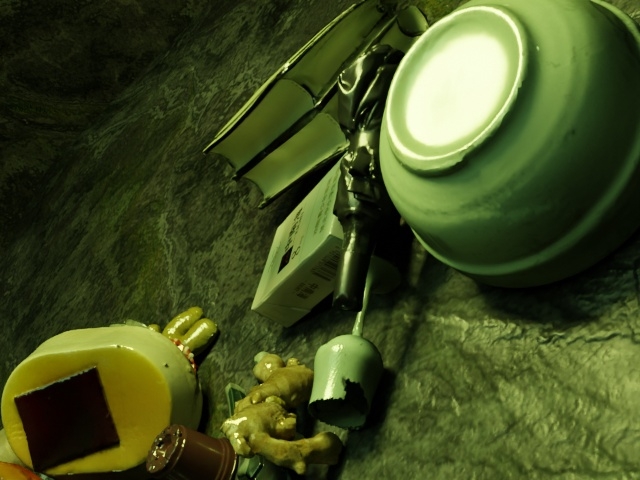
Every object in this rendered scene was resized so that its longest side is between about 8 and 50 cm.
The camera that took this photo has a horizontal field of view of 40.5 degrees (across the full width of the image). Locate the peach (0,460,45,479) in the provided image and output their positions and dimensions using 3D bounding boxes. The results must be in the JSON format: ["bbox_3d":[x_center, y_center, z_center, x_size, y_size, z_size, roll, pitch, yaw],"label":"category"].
[{"bbox_3d":[-0.459,0.476,1.156,0.372,0.290,0.373,-35,33,27],"label":"peach"}]

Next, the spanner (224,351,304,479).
[{"bbox_3d":[-0.067,0.246,1.059,0.096,0.040,0.325,-49,25,9],"label":"spanner"}]

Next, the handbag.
[{"bbox_3d":[-0.004,-0.204,1.303,0.237,0.160,0.358,-53,12,-25],"label":"handbag"}]

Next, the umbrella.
[{"bbox_3d":[0.056,-0.078,1.022,0.118,0.118,0.340,-19,54,51],"label":"umbrella"}]

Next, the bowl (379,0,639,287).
[{"bbox_3d":[0.178,-0.119,0.860,0.307,0.163,0.307,-23,56,39],"label":"bowl"}]

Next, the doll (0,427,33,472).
[{"bbox_3d":[-0.513,0.364,1.549,0.152,0.196,0.256,18,65,24],"label":"doll"}]

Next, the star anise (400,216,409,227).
[{"bbox_3d":[0.169,-0.141,1.074,0.288,0.088,0.288,-54,20,31],"label":"star anise"}]

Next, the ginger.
[{"bbox_3d":[-0.050,0.192,0.998,0.193,0.176,0.053,29,112,39],"label":"ginger"}]

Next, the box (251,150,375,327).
[{"bbox_3d":[0.000,0.000,1.159,0.243,0.067,0.155,-44,23,52],"label":"box"}]

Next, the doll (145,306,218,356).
[{"bbox_3d":[-0.248,0.201,1.394,0.209,0.097,0.137,-41,56,-8],"label":"doll"}]

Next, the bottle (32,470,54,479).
[{"bbox_3d":[-0.389,0.328,1.443,0.330,0.093,0.093,-59,26,-10],"label":"bottle"}]

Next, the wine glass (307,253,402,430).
[{"bbox_3d":[0.039,0.114,0.994,0.079,0.079,0.196,-28,37,43],"label":"wine glass"}]

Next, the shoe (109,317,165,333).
[{"bbox_3d":[-0.336,0.187,1.563,0.194,0.074,0.077,-12,60,58],"label":"shoe"}]

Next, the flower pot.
[{"bbox_3d":[-0.174,0.289,1.129,0.111,0.089,0.111,-39,30,28],"label":"flower pot"}]

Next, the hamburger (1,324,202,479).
[{"bbox_3d":[-0.315,0.240,1.267,0.295,0.151,0.227,-5,84,11],"label":"hamburger"}]
